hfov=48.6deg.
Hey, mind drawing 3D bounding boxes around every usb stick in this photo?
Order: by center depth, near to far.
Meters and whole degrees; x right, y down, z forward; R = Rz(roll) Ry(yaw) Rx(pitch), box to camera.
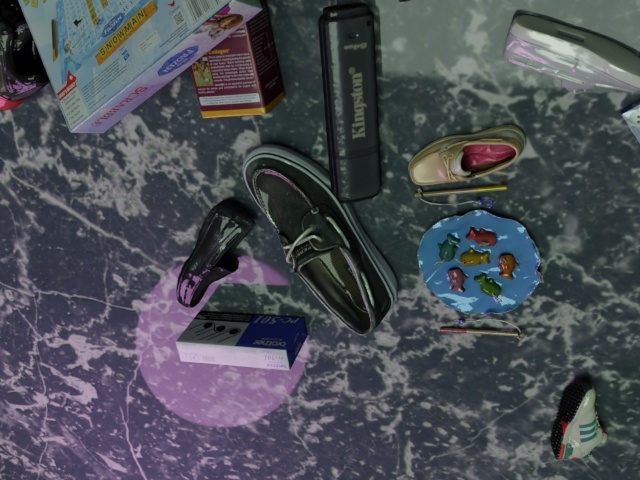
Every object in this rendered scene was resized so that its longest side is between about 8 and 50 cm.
[{"bbox_3d":[0.043,-0.183,0.989,0.077,0.045,0.278,-8,118,-6],"label":"usb stick"}]

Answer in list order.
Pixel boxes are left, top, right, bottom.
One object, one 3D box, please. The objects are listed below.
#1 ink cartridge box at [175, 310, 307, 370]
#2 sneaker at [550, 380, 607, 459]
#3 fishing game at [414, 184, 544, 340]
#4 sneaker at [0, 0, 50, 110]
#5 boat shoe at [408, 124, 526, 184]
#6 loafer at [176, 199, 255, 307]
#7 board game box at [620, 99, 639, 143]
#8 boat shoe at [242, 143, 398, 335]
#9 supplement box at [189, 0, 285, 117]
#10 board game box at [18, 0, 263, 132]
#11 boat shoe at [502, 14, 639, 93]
[{"bbox_3d":[-0.136,0.172,1.233,0.206,0.097,0.046,2,119,19],"label":"ink cartridge box"},{"bbox_3d":[0.425,0.289,1.137,0.075,0.057,0.161,5,120,-3],"label":"sneaker"},{"bbox_3d":[0.236,0.042,1.063,0.189,0.041,0.264,1,119,22],"label":"fishing game"},{"bbox_3d":[-0.495,-0.336,1.066,0.135,0.098,0.276,-8,118,23],"label":"sneaker"},{"bbox_3d":[0.195,-0.112,0.975,0.170,0.059,0.063,-18,111,27],"label":"boat shoe"},{"bbox_3d":[-0.177,0.035,1.180,0.078,0.076,0.223,34,121,7],"label":"loafer"},{"bbox_3d":[0.442,-0.149,0.891,0.090,0.020,0.090,-30,105,31],"label":"board game box"},{"bbox_3d":[0.000,0.000,1.072,0.121,0.119,0.335,-35,103,32],"label":"boat shoe"},{"bbox_3d":[-0.125,-0.273,0.981,0.104,0.081,0.188,0,119,20],"label":"supplement box"},{"bbox_3d":[-0.264,-0.354,0.922,0.318,0.066,0.318,-27,83,30],"label":"board game box"},{"bbox_3d":[0.314,-0.216,0.874,0.184,0.066,0.063,21,134,6],"label":"boat shoe"}]
